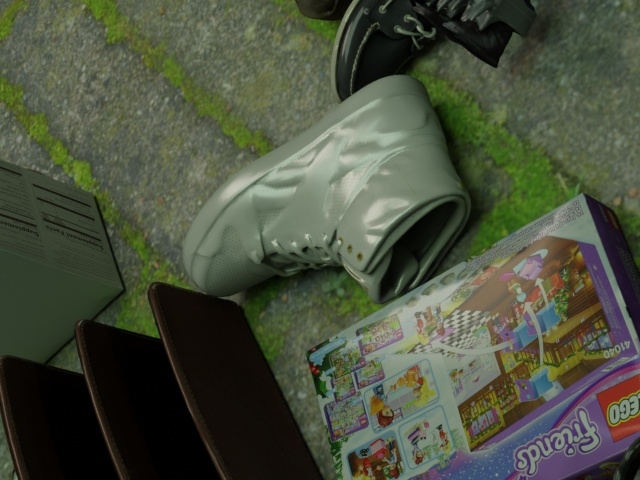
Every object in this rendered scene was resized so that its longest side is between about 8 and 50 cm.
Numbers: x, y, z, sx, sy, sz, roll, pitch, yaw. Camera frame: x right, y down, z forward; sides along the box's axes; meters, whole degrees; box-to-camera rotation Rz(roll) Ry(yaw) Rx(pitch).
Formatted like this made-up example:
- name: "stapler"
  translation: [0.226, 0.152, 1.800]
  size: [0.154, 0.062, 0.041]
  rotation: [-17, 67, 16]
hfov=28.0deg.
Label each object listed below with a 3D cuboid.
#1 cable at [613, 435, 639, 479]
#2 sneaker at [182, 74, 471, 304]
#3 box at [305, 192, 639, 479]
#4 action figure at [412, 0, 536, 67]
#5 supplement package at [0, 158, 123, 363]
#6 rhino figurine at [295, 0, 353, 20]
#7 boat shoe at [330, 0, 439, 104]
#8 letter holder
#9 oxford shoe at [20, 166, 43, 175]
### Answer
- name: "cable"
  translation: [0.292, 0.109, 0.879]
  size: [0.140, 0.072, 0.287]
  rotation: [17, 79, 16]
- name: "sneaker"
  translation: [0.000, 0.000, 1.146]
  size: [0.292, 0.108, 0.169]
  rotation: [-39, 51, 23]
- name: "box"
  translation: [0.132, 0.121, 1.024]
  size: [0.293, 0.057, 0.200]
  rotation: [-32, 57, 29]
- name: "action figure"
  translation: [0.198, -0.284, 1.079]
  size: [0.285, 0.099, 0.185]
  rotation: [-55, 40, 7]
- name: "supplement package"
  translation: [-0.385, 0.052, 1.395]
  size: [0.262, 0.204, 0.145]
  rotation: [-41, 52, 24]
- name: "rhino figurine"
  translation: [-0.006, -0.317, 1.283]
  size: [0.106, 0.073, 0.243]
  rotation: [-37, 53, 22]
- name: "boat shoe"
  translation: [0.079, -0.209, 1.171]
  size: [0.065, 0.075, 0.206]
  rotation: [30, 91, 46]
- name: "letter holder"
  translation: [-0.139, 0.190, 1.129]
  size: [0.152, 0.214, 0.301]
  rotation: [-45, 51, 21]
- name: "oxford shoe"
  translation: [-0.507, -0.011, 1.560]
  size: [0.397, 0.146, 0.140]
  rotation: [-26, 61, 33]
